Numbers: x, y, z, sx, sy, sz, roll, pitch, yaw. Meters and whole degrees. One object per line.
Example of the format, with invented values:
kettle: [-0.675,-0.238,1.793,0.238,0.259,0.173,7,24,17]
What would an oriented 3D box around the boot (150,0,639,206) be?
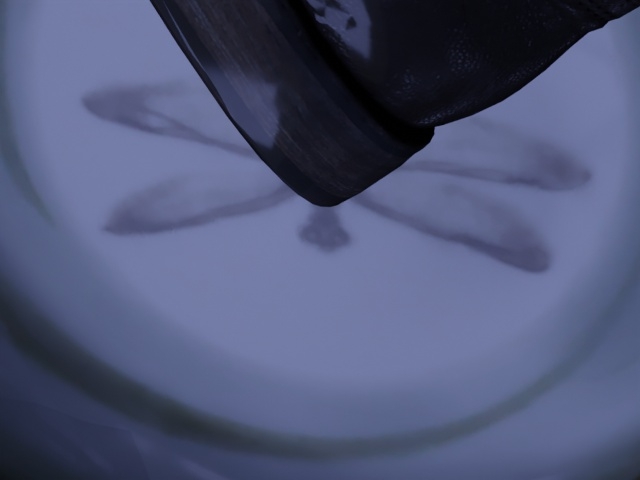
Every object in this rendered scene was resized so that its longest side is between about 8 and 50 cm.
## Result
boot: [0.041,-0.146,0.370,0.229,0.091,0.263,-27,112,21]

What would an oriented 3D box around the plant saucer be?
plant saucer: [-0.002,-0.030,0.539,0.400,0.100,0.400,7,119,12]
